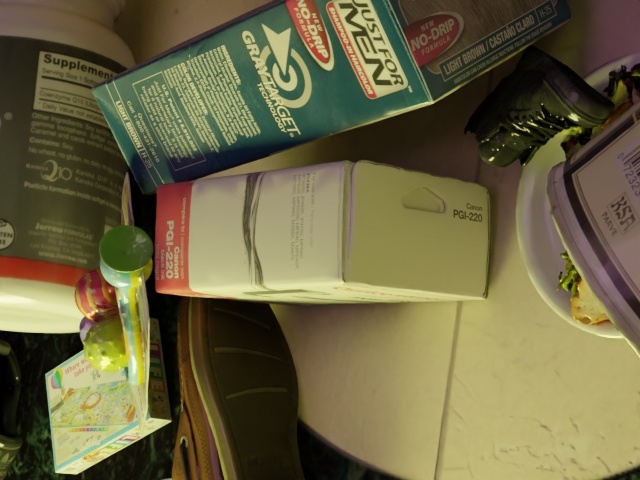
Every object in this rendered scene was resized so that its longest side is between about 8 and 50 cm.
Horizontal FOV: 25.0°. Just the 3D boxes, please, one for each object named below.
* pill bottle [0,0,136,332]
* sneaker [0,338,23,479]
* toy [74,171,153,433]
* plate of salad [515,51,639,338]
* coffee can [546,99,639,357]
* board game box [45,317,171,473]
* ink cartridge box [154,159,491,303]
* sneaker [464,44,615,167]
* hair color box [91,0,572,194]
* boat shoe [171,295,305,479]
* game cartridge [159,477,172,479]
[{"bbox_3d":[-0.287,-0.102,1.398,0.210,0.210,0.363,-9,73,45],"label":"pill bottle"},{"bbox_3d":[-0.380,0.137,1.525,0.146,0.102,0.293,-46,55,24],"label":"sneaker"},{"bbox_3d":[-0.178,0.061,1.226,0.237,0.056,0.137,111,150,-58],"label":"toy"},{"bbox_3d":[0.205,-0.034,0.975,0.200,0.048,0.200,-15,69,45],"label":"plate of salad"},{"bbox_3d":[0.287,-0.046,0.757,0.275,0.201,0.201,-41,53,25],"label":"coffee can"},{"bbox_3d":[-0.204,0.149,1.378,0.154,0.026,0.103,-31,59,38],"label":"board game box"},{"bbox_3d":[0.000,0.000,1.101,0.218,0.158,0.092,-7,79,46],"label":"ink cartridge box"},{"bbox_3d":[0.146,-0.083,1.007,0.089,0.051,0.170,-56,16,14],"label":"sneaker"},{"bbox_3d":[-0.003,-0.139,1.096,0.347,0.174,0.105,-14,105,50],"label":"hair color box"},{"bbox_3d":[-0.078,0.169,1.176,0.104,0.111,0.307,-34,57,35],"label":"boat shoe"},{"bbox_3d":[-0.120,0.238,1.274,0.083,0.017,0.056,1,84,47],"label":"game cartridge"}]
